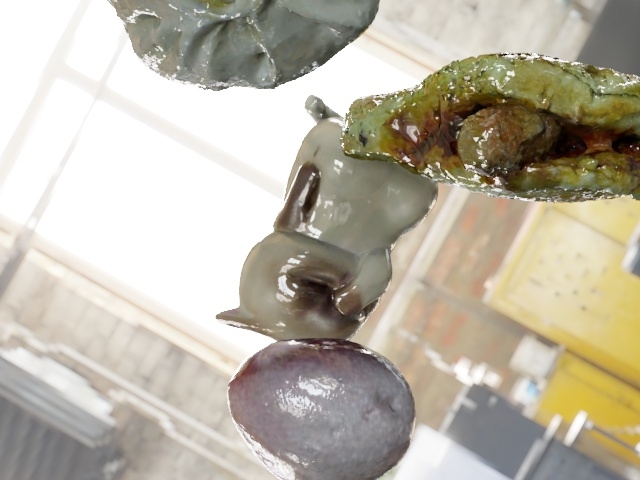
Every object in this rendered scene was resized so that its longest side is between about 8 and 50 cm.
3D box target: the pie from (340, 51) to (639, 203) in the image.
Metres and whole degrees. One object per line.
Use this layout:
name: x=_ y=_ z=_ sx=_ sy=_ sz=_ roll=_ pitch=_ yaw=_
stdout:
pie: x=0.244 y=-0.144 z=2.057 sx=0.418 sy=0.395 sz=0.180 roll=11 pitch=95 yaw=63

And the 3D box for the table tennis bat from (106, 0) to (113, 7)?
table tennis bat: x=-0.310 y=-0.358 z=1.924 sx=0.153 sy=0.040 sz=0.244 roll=-47 pitch=-51 yaw=5

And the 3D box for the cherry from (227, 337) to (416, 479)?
cherry: x=0.010 y=0.212 z=1.933 sx=0.213 sy=0.266 sz=0.183 roll=-42 pitch=34 yaw=45

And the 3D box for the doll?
doll: x=0.021 y=-0.011 z=2.292 sx=0.226 sy=0.215 sz=0.370 roll=11 pitch=79 yaw=55

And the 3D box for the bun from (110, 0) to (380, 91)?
bun: x=-0.095 y=-0.327 z=1.798 sx=0.194 sy=0.354 sz=0.354 roll=-71 pitch=6 yaw=-66
